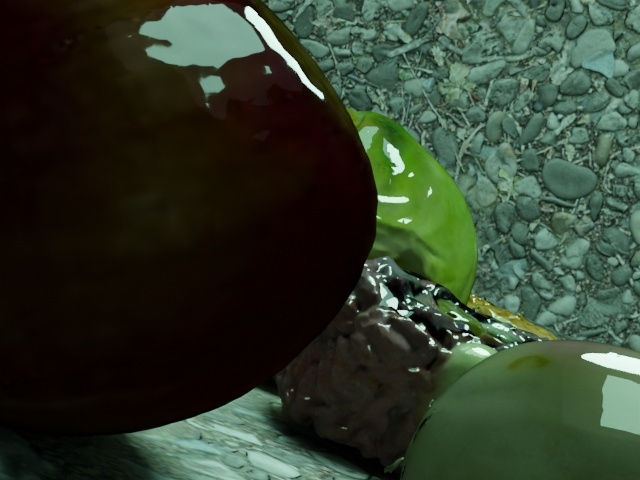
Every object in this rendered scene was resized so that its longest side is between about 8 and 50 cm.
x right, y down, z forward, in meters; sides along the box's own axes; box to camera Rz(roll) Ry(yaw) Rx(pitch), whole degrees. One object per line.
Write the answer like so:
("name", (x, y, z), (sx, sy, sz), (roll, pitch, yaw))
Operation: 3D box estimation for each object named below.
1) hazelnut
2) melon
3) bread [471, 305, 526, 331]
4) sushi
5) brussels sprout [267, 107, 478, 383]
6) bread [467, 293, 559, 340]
("hazelnut", (-0.178, -0.035, 1.177), (0.421, 0.352, 0.421), (10, 30, -6))
("melon", (0.188, 0.181, 0.959), (0.317, 0.223, 0.223), (24, 5, 13))
("bread", (0.177, 0.156, 1.725), (0.147, 0.152, 0.127), (24, 16, 35))
("sushi", (0.105, 0.129, 1.533), (0.270, 0.170, 0.236), (25, 3, -15))
("brussels sprout", (0.000, 0.000, 1.736), (0.344, 0.268, 0.344), (15, 38, -12))
("bread", (0.166, 0.143, 1.930), (0.229, 0.143, 0.139), (20, 14, 28))
